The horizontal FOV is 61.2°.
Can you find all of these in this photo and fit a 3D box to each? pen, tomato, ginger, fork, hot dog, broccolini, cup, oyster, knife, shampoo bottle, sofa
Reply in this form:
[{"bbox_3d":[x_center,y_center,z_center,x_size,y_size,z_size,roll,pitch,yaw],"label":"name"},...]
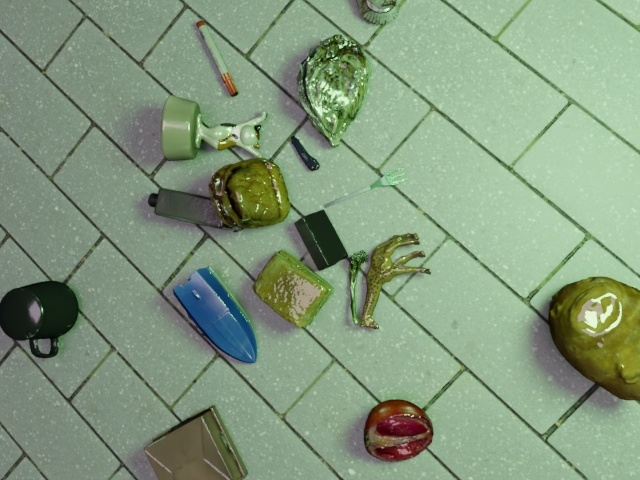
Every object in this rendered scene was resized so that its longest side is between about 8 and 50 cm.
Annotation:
[{"bbox_3d":[-0.291,-0.513,1.525,0.028,0.028,0.239,-28,83,10],"label":"pen"},{"bbox_3d":[0.191,0.463,1.360,0.173,0.099,0.190,-3,128,-2],"label":"tomato"},{"bbox_3d":[0.626,0.215,1.211,0.222,0.200,0.270,4,89,11],"label":"ginger"},{"bbox_3d":[0.116,-0.132,1.427,0.235,0.021,0.039,-22,81,11],"label":"fork"},{"bbox_3d":[0.136,-0.691,1.417,0.131,0.069,0.253,-14,88,3],"label":"hot dog"},{"bbox_3d":[0.093,0.121,1.416,0.054,0.052,0.195,1,90,-22],"label":"broccolini"},{"bbox_3d":[-0.800,0.228,1.544,0.169,0.176,0.223,-9,86,9],"label":"cup"},{"bbox_3d":[0.027,-0.400,1.420,0.198,0.112,0.268,28,86,-9],"label":"oyster"},{"bbox_3d":[-0.044,-0.238,1.467,0.031,0.018,0.121,-38,80,16],"label":"knife"},{"bbox_3d":[-0.361,-0.090,1.502,0.245,0.080,0.080,12,90,13],"label":"shampoo bottle"},{"bbox_3d":[0.000,0.000,1.434,0.060,0.085,0.147,-37,79,50],"label":"sofa"}]

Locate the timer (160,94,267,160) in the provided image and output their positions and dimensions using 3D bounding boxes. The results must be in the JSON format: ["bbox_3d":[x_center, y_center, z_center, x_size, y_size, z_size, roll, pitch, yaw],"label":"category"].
[{"bbox_3d":[-0.282,-0.291,1.472,0.265,0.175,0.176,6,90,-4],"label":"timer"}]

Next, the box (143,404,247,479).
[{"bbox_3d":[-0.344,0.597,1.476,0.215,0.086,0.215,-30,82,9],"label":"box"}]

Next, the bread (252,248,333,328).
[{"bbox_3d":[-0.077,0.125,1.423,0.196,0.102,0.138,38,94,12],"label":"bread"}]

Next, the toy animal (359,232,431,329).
[{"bbox_3d":[0.169,0.098,1.392,0.149,0.054,0.275,43,96,9],"label":"toy animal"}]

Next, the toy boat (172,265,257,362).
[{"bbox_3d":[-0.269,0.218,1.477,0.129,0.088,0.295,-37,92,9],"label":"toy boat"}]

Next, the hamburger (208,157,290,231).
[{"bbox_3d":[-0.178,-0.122,1.410,0.206,0.130,0.183,-16,91,-26],"label":"hamburger"}]
